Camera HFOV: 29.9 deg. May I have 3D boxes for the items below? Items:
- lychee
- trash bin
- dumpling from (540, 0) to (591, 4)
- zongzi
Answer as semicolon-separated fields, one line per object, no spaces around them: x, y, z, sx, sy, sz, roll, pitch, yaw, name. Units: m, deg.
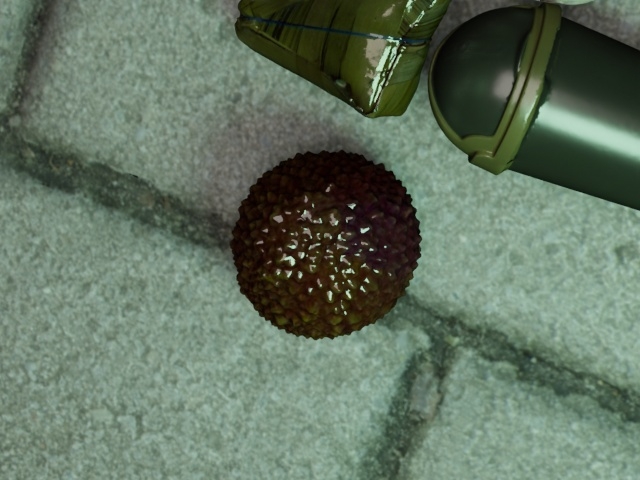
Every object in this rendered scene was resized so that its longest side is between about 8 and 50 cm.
0.000;0.000;1.497;0.271;0.271;0.271;2;102;10;lychee
0.291;-0.161;1.437;0.333;0.214;0.214;22;104;2;trash bin
0.235;-0.447;1.416;0.260;0.181;0.341;-14;118;27;dumpling
0.045;-0.320;1.460;0.260;0.123;0.289;34;116;23;zongzi
